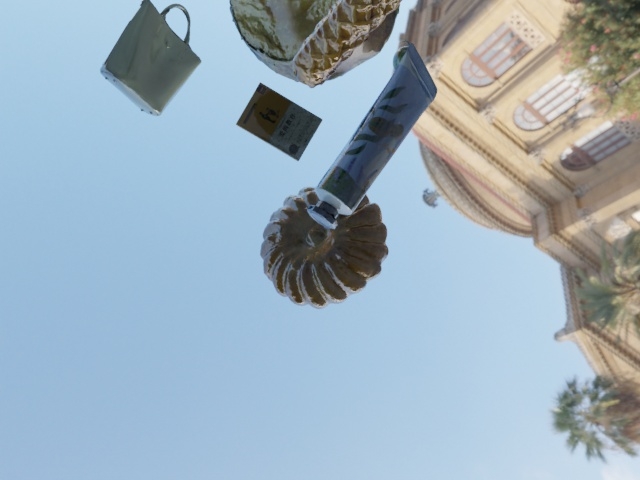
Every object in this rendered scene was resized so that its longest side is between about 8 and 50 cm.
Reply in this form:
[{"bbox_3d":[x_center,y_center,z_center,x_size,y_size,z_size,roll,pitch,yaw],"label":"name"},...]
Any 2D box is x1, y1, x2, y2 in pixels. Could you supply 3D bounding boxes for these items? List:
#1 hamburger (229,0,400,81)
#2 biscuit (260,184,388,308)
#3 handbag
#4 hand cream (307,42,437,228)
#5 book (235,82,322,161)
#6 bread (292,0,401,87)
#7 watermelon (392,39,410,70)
[{"bbox_3d":[0.002,-0.372,0.779,0.211,0.309,0.132,66,-149,-14],"label":"hamburger"},{"bbox_3d":[0.000,0.000,1.158,0.107,0.326,0.325,51,-156,-62],"label":"biscuit"},{"bbox_3d":[-0.449,-0.527,1.354,0.315,0.109,0.241,-57,-35,-9],"label":"handbag"},{"bbox_3d":[0.074,-0.136,0.649,0.091,0.058,0.271,44,-104,-37],"label":"hand cream"},{"bbox_3d":[-0.097,-0.280,1.141,0.172,0.012,0.118,30,-92,-4],"label":"book"},{"bbox_3d":[0.027,-0.212,0.472,0.044,0.157,0.052,32,-138,-25],"label":"bread"},{"bbox_3d":[0.302,-0.632,1.684,0.109,0.109,0.109,20,-129,-28],"label":"watermelon"}]
